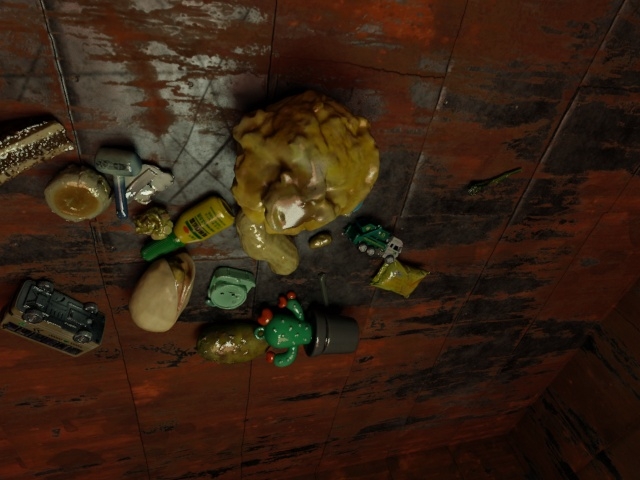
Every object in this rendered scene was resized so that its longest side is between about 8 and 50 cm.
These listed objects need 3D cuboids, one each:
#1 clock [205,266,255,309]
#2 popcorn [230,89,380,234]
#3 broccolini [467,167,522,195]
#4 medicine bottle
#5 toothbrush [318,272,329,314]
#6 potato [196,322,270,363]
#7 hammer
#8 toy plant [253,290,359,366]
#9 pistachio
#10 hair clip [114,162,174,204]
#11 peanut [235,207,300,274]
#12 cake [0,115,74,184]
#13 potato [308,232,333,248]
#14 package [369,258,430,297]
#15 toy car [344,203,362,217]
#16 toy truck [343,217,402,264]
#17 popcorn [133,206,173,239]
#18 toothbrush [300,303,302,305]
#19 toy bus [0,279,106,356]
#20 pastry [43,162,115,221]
[{"bbox_3d":[-0.329,0.185,1.484,0.148,0.060,0.188,13,124,-27],"label":"clock"},{"bbox_3d":[-0.053,-0.199,1.096,0.390,0.354,0.344,-34,100,-33],"label":"popcorn"},{"bbox_3d":[0.629,-0.213,1.484,0.218,0.042,0.044,-18,132,-6],"label":"broccolini"},{"bbox_3d":[-0.415,-0.028,1.271,0.309,0.076,0.111,-29,117,8],"label":"medicine bottle"},{"bbox_3d":[0.022,0.240,1.667,0.030,0.031,0.297,-33,135,-26],"label":"toothbrush"},{"bbox_3d":[-0.332,0.403,1.610,0.299,0.141,0.176,4,136,-21],"label":"potato"},{"bbox_3d":[-0.533,-0.146,1.097,0.116,0.069,0.193,8,111,5],"label":"hammer"},{"bbox_3d":[-0.060,0.368,1.608,0.401,0.185,0.279,9,116,-21],"label":"toy plant"},{"bbox_3d":[-0.506,0.176,1.335,0.188,0.187,0.299,18,124,-29],"label":"pistachio"},{"bbox_3d":[-0.503,-0.158,1.154,0.172,0.049,0.116,-38,134,11],"label":"hair clip"},{"bbox_3d":[-0.175,0.008,1.342,0.148,0.147,0.318,-28,135,6],"label":"peanut"},{"bbox_3d":[-0.765,-0.237,1.008,0.246,0.135,0.112,-39,149,-23],"label":"cake"},{"bbox_3d":[0.000,0.000,1.451,0.092,0.046,0.045,-22,168,13],"label":"potato"},{"bbox_3d":[0.318,0.148,1.645,0.226,0.090,0.168,19,118,-27],"label":"package"},{"bbox_3d":[0.060,-0.155,1.327,0.162,0.098,0.126,25,91,-2],"label":"toy car"},{"bbox_3d":[0.197,-0.006,1.472,0.216,0.110,0.116,24,107,-32],"label":"toy truck"},{"bbox_3d":[-0.492,-0.054,1.211,0.089,0.109,0.096,27,76,-56],"label":"popcorn"},{"bbox_3d":[-0.089,0.294,1.688,0.008,0.006,0.096,-4,131,-31],"label":"toothbrush"},{"bbox_3d":[-0.857,0.257,1.323,0.157,0.139,0.289,-31,135,15],"label":"toy bus"},{"bbox_3d":[-0.648,-0.123,1.109,0.166,0.088,0.165,-9,132,-10],"label":"pastry"}]
